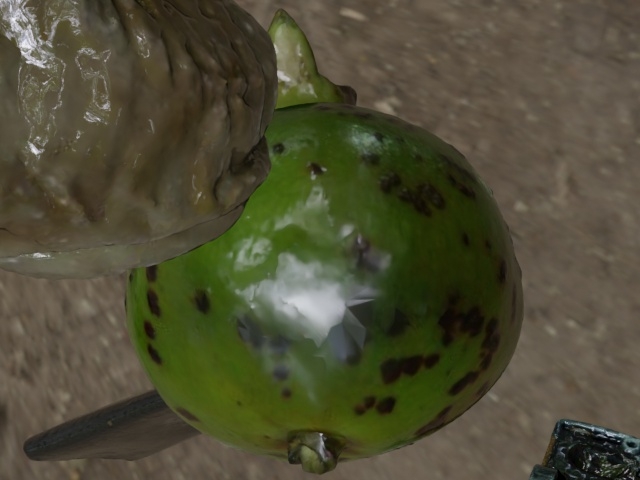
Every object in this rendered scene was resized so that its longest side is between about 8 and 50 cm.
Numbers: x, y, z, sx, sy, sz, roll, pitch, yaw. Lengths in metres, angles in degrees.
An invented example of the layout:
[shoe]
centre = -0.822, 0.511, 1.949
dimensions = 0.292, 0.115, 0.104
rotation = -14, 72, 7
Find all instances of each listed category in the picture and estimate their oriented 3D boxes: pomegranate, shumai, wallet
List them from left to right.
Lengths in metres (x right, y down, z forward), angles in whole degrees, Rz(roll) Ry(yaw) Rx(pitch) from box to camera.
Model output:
[shumai]
centre = -0.145, -0.059, 0.579
dimensions = 0.218, 0.184, 0.185
rotation = 30, 122, -36
[wallet]
centre = -0.149, 0.172, 1.846
dimensions = 0.170, 0.321, 0.044
rotation = 6, 65, -47
[pomegranate]
centre = 0.000, 0.000, 0.947
dimensions = 0.211, 0.211, 0.263
rotation = 5, 62, -16

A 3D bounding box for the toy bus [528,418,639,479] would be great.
[toy bus]
centre = 0.220, 0.326, 1.536
dimensions = 0.162, 0.323, 0.194
rotation = 18, 129, 12
